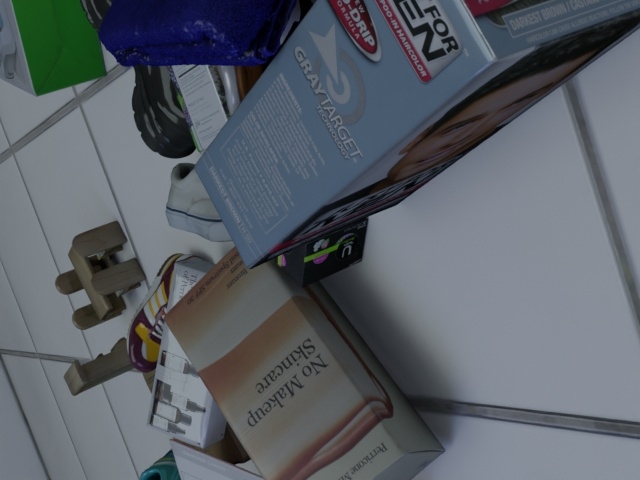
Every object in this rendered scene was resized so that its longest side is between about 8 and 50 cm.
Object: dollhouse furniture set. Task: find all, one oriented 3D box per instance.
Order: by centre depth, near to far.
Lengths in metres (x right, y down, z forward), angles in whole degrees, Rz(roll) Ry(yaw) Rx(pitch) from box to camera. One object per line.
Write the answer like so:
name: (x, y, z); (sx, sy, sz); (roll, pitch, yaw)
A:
dollhouse furniture set: (-0.408, 0.125, 1.548); (0.242, 0.161, 0.212); (62, 149, 8)

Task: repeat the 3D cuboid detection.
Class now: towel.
towel: (-0.049, -0.270, 0.672); (0.227, 0.076, 0.308); (15, 78, 57)

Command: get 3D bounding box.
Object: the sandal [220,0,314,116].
sandal: (-0.040, -0.187, 0.807); (0.265, 0.076, 0.102); (-87, -7, -55)

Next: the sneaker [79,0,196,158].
sneaker: (-0.192, -0.247, 1.058); (0.130, 0.109, 0.286); (-14, 105, 49)

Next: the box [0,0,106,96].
box: (-0.451, -0.380, 1.326); (0.231, 0.126, 0.262); (27, 132, 44)

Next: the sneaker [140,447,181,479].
sneaker: (-0.223, 0.451, 1.532); (0.275, 0.110, 0.107); (11, 119, 53)

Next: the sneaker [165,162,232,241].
sneaker: (-0.120, -0.053, 1.064); (0.258, 0.094, 0.091); (9, 108, 49)

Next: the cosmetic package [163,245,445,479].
cosmetic package: (-0.023, 0.156, 0.954); (0.153, 0.129, 0.296); (-44, 64, 11)

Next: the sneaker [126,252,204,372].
sneaker: (-0.220, 0.106, 1.262); (0.084, 0.069, 0.185); (6, 74, 56)

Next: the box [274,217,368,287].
box: (0.000, 0.000, 0.924); (0.052, 0.083, 0.062); (41, 141, 35)

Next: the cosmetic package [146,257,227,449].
cosmetic package: (-0.164, 0.152, 1.184); (0.099, 0.060, 0.239); (15, 102, 20)

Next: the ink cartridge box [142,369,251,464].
ink cartridge box: (-0.169, 0.247, 1.336); (0.193, 0.088, 0.234); (62, 147, 5)

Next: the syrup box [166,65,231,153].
syrup box: (-0.116, -0.225, 0.944); (0.096, 0.093, 0.237); (-12, 100, 59)

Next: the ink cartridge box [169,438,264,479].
ink cartridge box: (-0.059, 0.398, 1.203); (0.296, 0.066, 0.261); (14, 124, 30)

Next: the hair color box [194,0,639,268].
hair color box: (0.059, -0.111, 0.664); (0.114, 0.185, 0.374); (62, 149, 6)
